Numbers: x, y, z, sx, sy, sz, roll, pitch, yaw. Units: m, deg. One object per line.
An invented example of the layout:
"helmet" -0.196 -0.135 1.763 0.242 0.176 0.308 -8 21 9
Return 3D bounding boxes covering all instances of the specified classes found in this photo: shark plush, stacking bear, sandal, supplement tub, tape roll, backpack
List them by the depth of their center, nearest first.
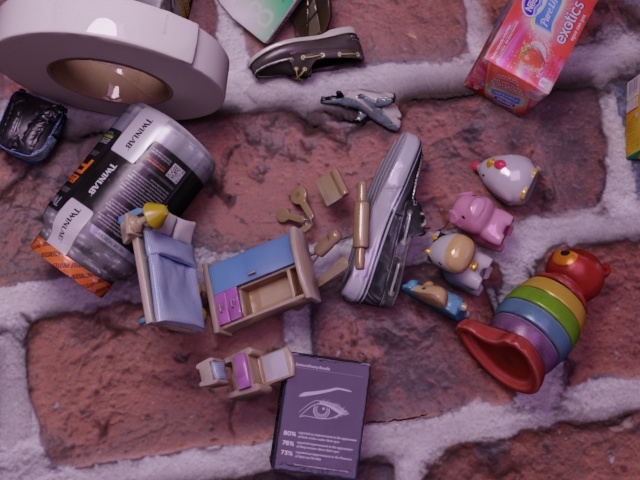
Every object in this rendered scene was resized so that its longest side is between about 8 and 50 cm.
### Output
"tape roll" -0.346 -0.296 1.308 0.391 0.392 0.072 8 80 -5
"supplement tub" -0.348 -0.069 1.371 0.193 0.193 0.316 36 79 0
"backpack" -0.530 -0.201 1.427 0.105 0.084 0.114 22 75 -2
"stacking bear" 0.420 0.127 1.445 0.289 0.175 0.164 -45 120 -20
"shark plush" 0.081 -0.259 1.519 0.161 0.073 0.067 7 111 -10
"sandal" -0.022 -0.502 1.541 0.090 0.060 0.220 -24 77 30

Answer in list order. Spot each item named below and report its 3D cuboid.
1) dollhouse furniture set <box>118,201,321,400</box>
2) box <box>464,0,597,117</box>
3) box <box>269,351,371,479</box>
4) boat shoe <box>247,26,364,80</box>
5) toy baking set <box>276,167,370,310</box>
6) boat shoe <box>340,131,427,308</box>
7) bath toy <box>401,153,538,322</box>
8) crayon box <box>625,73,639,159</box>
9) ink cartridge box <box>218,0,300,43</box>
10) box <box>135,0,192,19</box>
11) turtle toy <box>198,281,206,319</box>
"dollhouse furniture set" -0.154 0.085 1.260 0.198 0.303 0.287 -23 66 20
"box" 0.424 -0.417 1.530 0.142 0.154 0.300 29 81 0
"box" -0.002 0.311 1.392 0.153 0.108 0.207 10 80 -4
"boat shoe" -0.026 -0.350 1.505 0.227 0.081 0.069 -19 80 -11
"toy baking set" 0.006 -0.002 1.435 0.196 0.030 0.256 -10 75 31
"boat shoe" 0.140 -0.033 1.469 0.119 0.121 0.335 19 91 -10
"bath toy" 0.287 -0.025 1.468 0.129 0.151 0.348 26 74 21
"crayon box" 0.676 -0.263 1.466 0.081 0.278 0.166 6 81 -4
"ink cartridge box" -0.134 -0.520 1.495 0.224 0.056 0.181 38 110 -1
"box" -0.283 -0.437 1.416 0.056 0.231 0.183 11 80 -1
"turtle toy" -0.262 0.101 1.418 0.095 0.066 0.130 -10 82 -8
